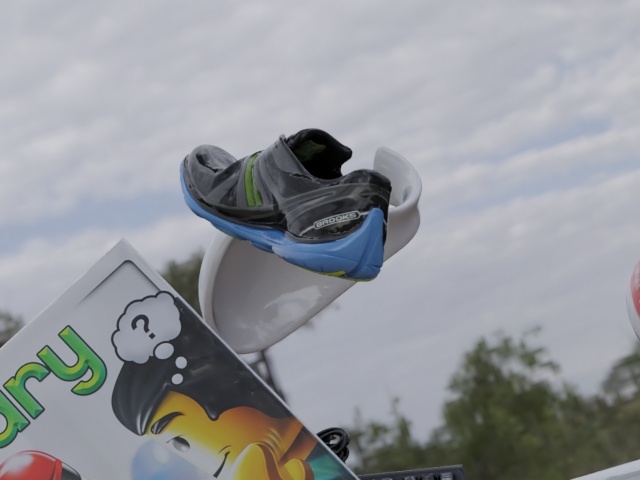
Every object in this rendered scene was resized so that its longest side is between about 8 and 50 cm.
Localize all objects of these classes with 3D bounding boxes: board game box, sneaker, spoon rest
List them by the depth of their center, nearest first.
[{"bbox_3d":[-0.127,0.171,0.691,0.305,0.193,0.053,-44,-14,-9],"label":"board game box"},{"bbox_3d":[-0.017,-0.029,0.969,0.067,0.078,0.188,18,2,-36],"label":"sneaker"},{"bbox_3d":[0.000,0.000,1.379,0.084,0.137,0.276,21,36,33],"label":"spoon rest"}]

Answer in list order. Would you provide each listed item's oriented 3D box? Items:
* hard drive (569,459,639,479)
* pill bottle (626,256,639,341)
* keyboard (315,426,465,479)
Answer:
[{"bbox_3d":[0.282,0.109,0.887,0.353,0.047,0.233,-24,-13,39],"label":"hard drive"},{"bbox_3d":[0.412,-0.039,1.304,0.210,0.210,0.363,-12,-40,-40],"label":"pill bottle"},{"bbox_3d":[-0.014,0.145,0.851,0.180,0.108,0.023,-6,-40,3],"label":"keyboard"}]
